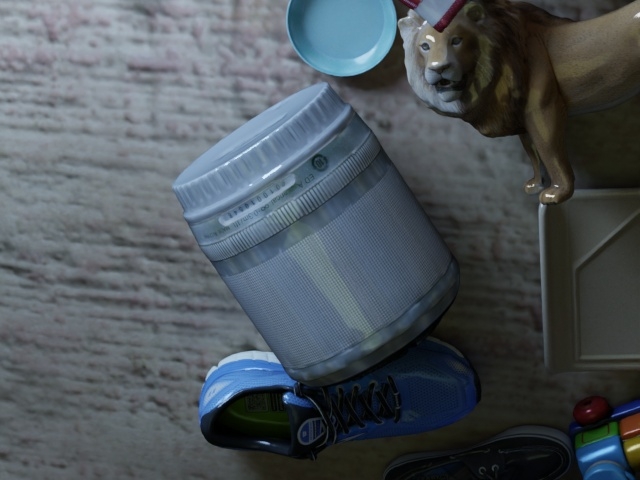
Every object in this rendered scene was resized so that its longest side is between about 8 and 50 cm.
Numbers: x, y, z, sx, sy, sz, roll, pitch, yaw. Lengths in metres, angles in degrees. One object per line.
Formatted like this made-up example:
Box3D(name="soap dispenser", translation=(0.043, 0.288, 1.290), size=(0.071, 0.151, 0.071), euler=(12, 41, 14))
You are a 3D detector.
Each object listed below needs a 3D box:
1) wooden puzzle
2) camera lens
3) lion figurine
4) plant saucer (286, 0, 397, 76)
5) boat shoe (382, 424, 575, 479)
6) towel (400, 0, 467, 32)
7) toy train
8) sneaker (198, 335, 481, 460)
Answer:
Box3D(name="wooden puzzle", translation=(0.359, 0.041, 1.722), size=(0.238, 0.044, 0.221), euler=(-4, 115, 5))
Box3D(name="camera lens", translation=(0.000, 0.000, 1.672), size=(0.219, 0.219, 0.274), euler=(-30, 103, 18))
Box3D(name="lion figurine", translation=(0.289, -0.179, 1.620), size=(0.392, 0.142, 0.240), euler=(-16, 102, 2))
Box3D(name="plant saucer", translation=(0.024, -0.235, 1.688), size=(0.119, 0.021, 0.119), euler=(3, 110, 9))
Box3D(name="boat shoe", translation=(0.179, 0.271, 1.821), size=(0.228, 0.076, 0.080), euler=(-8, 108, 12))
Box3D(name="towel", translation=(0.063, -0.394, 1.550), size=(0.329, 0.037, 0.237), euler=(39, 78, -7))
Box3D(name="toy train", translation=(0.397, 0.214, 1.729), size=(0.248, 0.143, 0.105), euler=(-21, 106, 16))
Box3D(name="sneaker", translation=(0.018, 0.193, 1.781), size=(0.330, 0.147, 0.130), euler=(-8, 109, 11))
